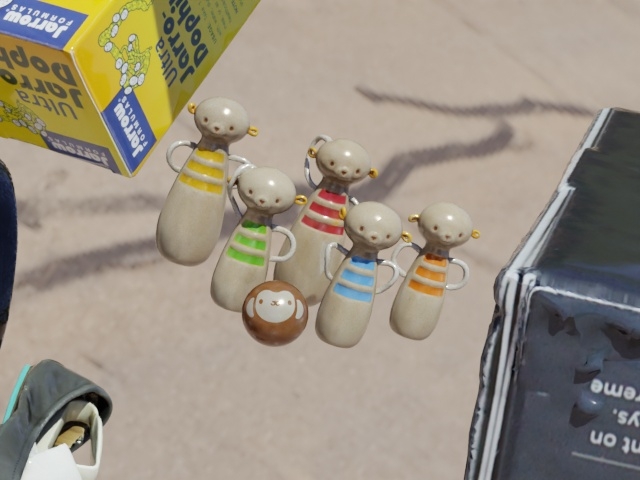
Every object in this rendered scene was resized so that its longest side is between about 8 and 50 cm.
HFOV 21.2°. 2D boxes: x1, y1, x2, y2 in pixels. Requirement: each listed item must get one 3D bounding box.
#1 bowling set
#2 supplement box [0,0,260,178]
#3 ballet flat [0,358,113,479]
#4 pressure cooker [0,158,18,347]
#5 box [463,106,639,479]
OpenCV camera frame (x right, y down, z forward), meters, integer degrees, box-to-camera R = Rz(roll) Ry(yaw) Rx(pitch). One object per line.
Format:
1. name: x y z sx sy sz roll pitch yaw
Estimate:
1. bowling set: 0.000 0.000 1.429 0.287 0.154 0.200 17 15 -6
2. supplement box: -0.205 -0.273 1.768 0.194 0.356 0.195 17 -30 27
3. ballet flat: -0.225 0.174 1.334 0.096 0.095 0.280 17 26 2
4. pressure cooker: -0.630 0.032 2.183 0.420 0.375 0.370 9 -3 -25
5. box: 0.226 0.212 0.920 0.297 0.471 0.480 13 16 11
